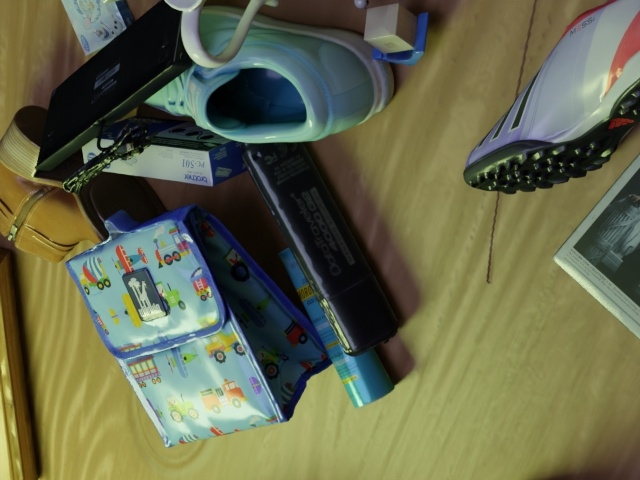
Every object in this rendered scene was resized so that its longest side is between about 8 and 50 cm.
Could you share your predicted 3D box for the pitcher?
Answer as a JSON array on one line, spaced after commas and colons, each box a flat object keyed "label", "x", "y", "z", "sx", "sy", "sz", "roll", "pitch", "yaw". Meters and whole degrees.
[{"label": "pitcher", "x": -0.080, "y": -0.278, "z": 1.278, "sx": 0.125, "sy": 0.207, "sz": 0.177, "roll": 3, "pitch": 113, "yaw": 38}]

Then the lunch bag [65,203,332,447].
[{"label": "lunch bag", "x": -0.159, "y": 0.083, "z": 1.527, "sx": 0.221, "sy": 0.138, "sz": 0.293, "roll": -20, "pitch": 110, "yaw": 42}]

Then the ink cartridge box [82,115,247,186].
[{"label": "ink cartridge box", "x": -0.177, "y": -0.108, "z": 1.513, "sx": 0.207, "sy": 0.097, "sz": 0.046, "roll": 9, "pitch": 115, "yaw": 36}]

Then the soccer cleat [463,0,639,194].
[{"label": "soccer cleat", "x": 0.242, "y": -0.142, "z": 1.173, "sx": 0.318, "sy": 0.109, "sz": 0.116, "roll": -37, "pitch": 57, "yaw": 51}]

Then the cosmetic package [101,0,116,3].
[{"label": "cosmetic package", "x": -0.200, "y": -0.383, "z": 1.411, "sx": 0.117, "sy": 0.085, "sz": 0.231, "roll": 51, "pitch": 131, "yaw": 9}]

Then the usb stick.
[{"label": "usb stick", "x": 0.000, "y": 0.000, "z": 1.439, "sx": 0.278, "sy": 0.077, "sz": 0.045, "roll": 62, "pitch": 160, "yaw": -2}]

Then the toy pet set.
[{"label": "toy pet set", "x": 0.090, "y": -0.241, "z": 1.277, "sx": 0.122, "sy": 0.065, "sz": 0.114, "roll": -3, "pitch": 74, "yaw": 37}]

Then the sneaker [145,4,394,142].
[{"label": "sneaker", "x": -0.108, "y": -0.178, "z": 1.388, "sx": 0.366, "sy": 0.150, "sz": 0.135, "roll": 6, "pitch": 113, "yaw": 37}]

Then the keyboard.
[{"label": "keyboard", "x": -0.238, "y": -0.148, "z": 1.445, "sx": 0.317, "sy": 0.033, "sz": 0.201, "roll": -27, "pitch": 49, "yaw": 47}]

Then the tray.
[{"label": "tray", "x": -0.556, "y": 0.210, "z": 1.925, "sx": 0.203, "sy": 0.076, "sz": 0.411, "roll": 2, "pitch": 116, "yaw": 4}]

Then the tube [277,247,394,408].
[{"label": "tube", "x": 0.018, "y": 0.094, "z": 1.491, "sx": 0.080, "sy": 0.052, "sz": 0.207, "roll": -31, "pitch": 85, "yaw": 48}]

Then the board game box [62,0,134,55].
[{"label": "board game box", "x": -0.274, "y": -0.283, "z": 1.561, "sx": 0.090, "sy": 0.020, "sz": 0.090, "roll": -15, "pitch": 101, "yaw": 42}]

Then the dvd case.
[{"label": "dvd case", "x": 0.349, "y": -0.003, "z": 1.187, "sx": 0.179, "sy": 0.029, "sz": 0.238, "roll": 44, "pitch": 132, "yaw": 13}]

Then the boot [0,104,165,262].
[{"label": "boot", "x": -0.330, "y": -0.020, "z": 1.680, "sx": 0.283, "sy": 0.109, "sz": 0.220, "roll": 39, "pitch": 139, "yaw": 4}]
